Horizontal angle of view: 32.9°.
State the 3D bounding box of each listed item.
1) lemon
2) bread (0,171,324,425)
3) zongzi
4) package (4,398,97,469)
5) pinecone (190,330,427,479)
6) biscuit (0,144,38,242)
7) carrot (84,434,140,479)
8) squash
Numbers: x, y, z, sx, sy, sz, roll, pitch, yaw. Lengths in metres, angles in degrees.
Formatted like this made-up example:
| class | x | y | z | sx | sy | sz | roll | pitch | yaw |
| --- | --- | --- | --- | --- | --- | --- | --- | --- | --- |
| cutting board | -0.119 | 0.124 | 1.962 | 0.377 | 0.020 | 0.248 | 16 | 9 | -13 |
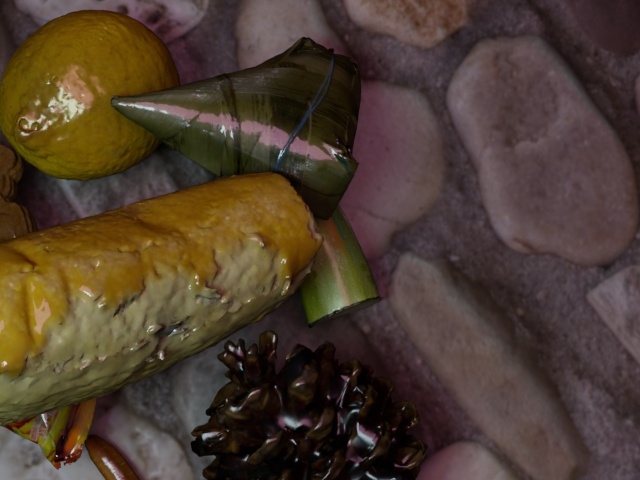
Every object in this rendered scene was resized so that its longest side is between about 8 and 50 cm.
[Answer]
| class | x | y | z | sx | sy | sz | roll | pitch | yaw |
| --- | --- | --- | --- | --- | --- | --- | --- | --- | --- |
| lemon | -0.259 | -0.166 | 1.231 | 0.188 | 0.188 | 0.257 | 42 | 44 | 4 |
| bread | -0.194 | 0.056 | 1.082 | 0.375 | 0.237 | 0.165 | -18 | 80 | -38 |
| zongzi | -0.086 | -0.168 | 1.238 | 0.275 | 0.125 | 0.250 | 20 | 38 | -11 |
| package | -0.345 | 0.118 | 1.206 | 0.288 | 0.108 | 0.223 | 24 | 62 | 7 |
| pinecone | -0.023 | 0.227 | 1.150 | 0.257 | 0.243 | 0.243 | 28 | 76 | -18 |
| biscuit | -0.444 | -0.032 | 1.208 | 0.291 | 0.041 | 0.208 | 12 | 66 | 20 |
| carrot | -0.186 | 0.316 | 1.217 | 0.043 | 0.043 | 0.248 | -38 | 82 | -12 |
| squash | 0.000 | 0.000 | 1.280 | 0.095 | 0.095 | 0.187 | -19 | 80 | -10 |
